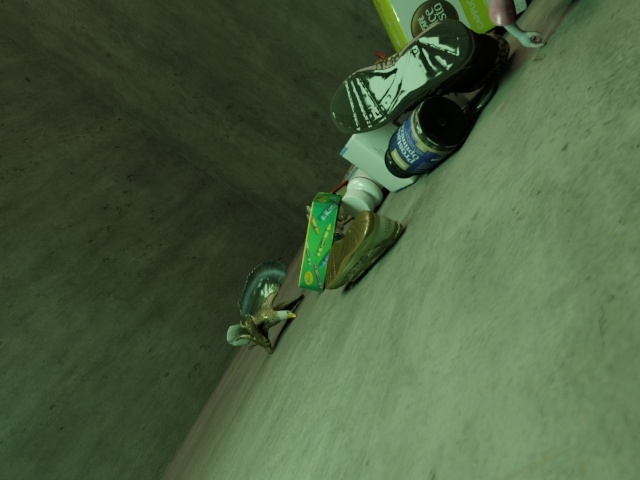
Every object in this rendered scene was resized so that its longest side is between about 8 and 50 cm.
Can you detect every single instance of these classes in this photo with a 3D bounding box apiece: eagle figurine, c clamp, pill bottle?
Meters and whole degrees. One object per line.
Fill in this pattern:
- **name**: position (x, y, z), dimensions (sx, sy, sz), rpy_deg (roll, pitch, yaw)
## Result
- **eagle figurine**: position (-0.184, 0.251, 1.769), dimensions (0.298, 0.225, 0.226), rpy_deg (-78, 10, -51)
- **c clamp**: position (0.349, -0.305, 1.129), dimensions (0.137, 0.022, 0.161), rpy_deg (-47, 6, 31)
- **pill bottle**: position (0.158, -0.179, 1.585), dimensions (0.221, 0.121, 0.121), rpy_deg (-58, 5, -31)
- **pill bottle**: position (0.226, -0.220, 1.120), dimensions (0.123, 0.122, 0.219), rpy_deg (-57, 4, -20)

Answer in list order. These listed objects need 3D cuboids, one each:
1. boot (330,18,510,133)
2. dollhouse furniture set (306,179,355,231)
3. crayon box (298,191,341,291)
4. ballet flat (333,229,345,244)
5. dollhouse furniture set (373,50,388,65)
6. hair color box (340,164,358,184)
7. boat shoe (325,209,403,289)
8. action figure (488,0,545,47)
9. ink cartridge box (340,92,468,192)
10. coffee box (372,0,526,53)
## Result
- **boot**: position (0.230, -0.367, 1.144), dimensions (0.284, 0.138, 0.377), rpy_deg (-22, -3, -46)
- **dollhouse furniture set**: position (0.064, -0.140, 1.774), dimensions (0.262, 0.135, 0.259), rpy_deg (-38, -14, -12)
- **crayon box**: position (0.000, 0.000, 1.555), dimensions (0.165, 0.081, 0.279), rpy_deg (-70, -10, -73)
- **ballet flat**: position (0.038, 0.018, 1.736), dimensions (0.077, 0.091, 0.241), rpy_deg (-31, -7, -34)
- **dollhouse furniture set**: position (0.223, -0.506, 1.719), dimensions (0.201, 0.152, 0.374), rpy_deg (-49, 23, 17)
- **hair color box**: position (0.196, -0.324, 2.361), dimensions (0.185, 0.113, 0.374), rpy_deg (-54, 4, 23)
- **boat shoe**: position (0.084, 0.038, 1.111), dimensions (0.285, 0.089, 0.105), rpy_deg (126, 150, -57)
- **action figure**: position (0.376, -0.512, 0.856), dimensions (0.370, 0.276, 0.248), rpy_deg (-40, -2, -44)
- **ink cartridge box**: position (0.219, -0.304, 1.342), dimensions (0.270, 0.197, 0.198), rpy_deg (-56, 4, -7)
- **coffee box**: position (0.357, -0.741, 1.509), dimensions (0.334, 0.338, 0.338), rpy_deg (-27, 11, 10)
